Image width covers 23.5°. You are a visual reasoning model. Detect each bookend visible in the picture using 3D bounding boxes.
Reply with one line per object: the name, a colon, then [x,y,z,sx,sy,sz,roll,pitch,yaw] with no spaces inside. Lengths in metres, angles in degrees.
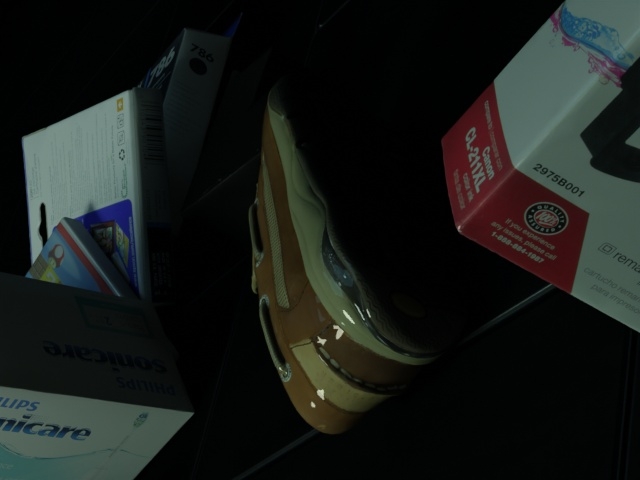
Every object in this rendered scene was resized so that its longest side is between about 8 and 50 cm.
bookend: [-0.028,-0.092,1.250,0.156,0.072,0.157,-33,33,51]

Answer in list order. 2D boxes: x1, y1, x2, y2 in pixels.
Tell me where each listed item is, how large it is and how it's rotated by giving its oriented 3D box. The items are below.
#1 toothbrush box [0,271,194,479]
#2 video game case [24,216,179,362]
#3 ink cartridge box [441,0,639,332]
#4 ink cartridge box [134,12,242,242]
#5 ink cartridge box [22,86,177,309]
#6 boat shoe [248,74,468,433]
toothbrush box: [-0.280,0.170,1.252,0.295,0.216,0.126,-48,49,28]
video game case: [-0.257,0.150,1.416,0.285,0.025,0.204,-55,50,16]
ink cartridge box: [0.156,-0.056,0.668,0.175,0.127,0.072,-49,24,31]
ink cartridge box: [-0.178,-0.104,1.648,0.165,0.065,0.333,-42,27,44]
ink cartridge box: [-0.216,-0.024,1.484,0.208,0.045,0.206,-14,79,49]
boat shoe: [0.000,0.000,0.993,0.120,0.122,0.324,-56,19,23]
